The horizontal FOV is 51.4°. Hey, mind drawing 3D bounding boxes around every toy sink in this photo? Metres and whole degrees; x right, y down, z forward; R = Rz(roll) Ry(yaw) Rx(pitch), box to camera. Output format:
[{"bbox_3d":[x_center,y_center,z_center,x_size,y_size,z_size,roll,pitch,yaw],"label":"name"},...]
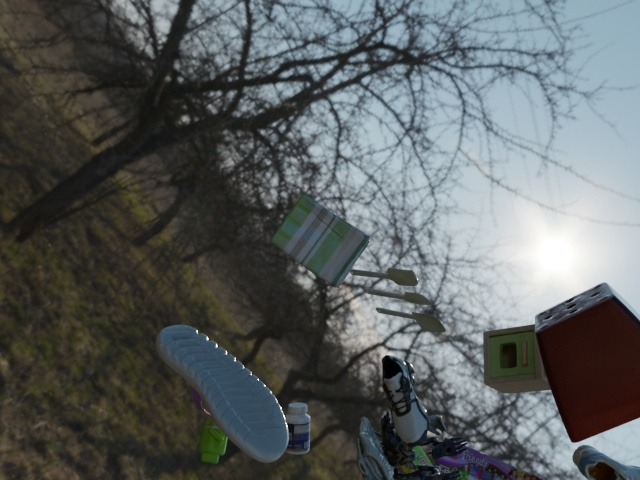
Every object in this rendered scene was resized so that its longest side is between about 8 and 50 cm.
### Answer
[{"bbox_3d":[0.568,0.315,1.783,0.131,0.234,0.153,30,56,-42],"label":"toy sink"}]

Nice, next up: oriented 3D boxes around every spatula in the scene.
[{"bbox_3d":[0.163,0.126,1.461,0.168,0.019,0.242,55,-25,-20],"label":"spatula"}]

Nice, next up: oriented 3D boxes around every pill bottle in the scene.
[{"bbox_3d":[-0.060,0.484,1.715,0.067,0.067,0.120,-170,-99,-80],"label":"pill bottle"}]

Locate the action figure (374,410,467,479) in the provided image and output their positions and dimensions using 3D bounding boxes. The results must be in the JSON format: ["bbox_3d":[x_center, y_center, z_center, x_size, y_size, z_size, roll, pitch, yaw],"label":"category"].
[{"bbox_3d":[0.218,0.477,1.492,0.275,0.141,0.164,173,-77,-65],"label":"action figure"}]

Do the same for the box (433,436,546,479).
[{"bbox_3d":[0.433,0.678,1.763,0.293,0.201,0.057,20,-26,12],"label":"box"}]

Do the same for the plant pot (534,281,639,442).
[{"bbox_3d":[0.614,0.246,1.471,0.236,0.267,0.267,60,19,2],"label":"plant pot"}]

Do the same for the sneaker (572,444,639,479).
[{"bbox_3d":[0.715,0.572,1.574,0.228,0.087,0.092,22,9,5],"label":"sneaker"}]

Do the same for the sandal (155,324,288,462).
[{"bbox_3d":[-0.225,0.350,1.507,0.169,0.102,0.416,-10,44,-48],"label":"sandal"}]

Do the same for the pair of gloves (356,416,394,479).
[{"bbox_3d":[0.127,0.420,1.109,0.240,0.042,0.204,60,7,2],"label":"pair of gloves"}]

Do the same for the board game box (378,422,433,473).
[{"bbox_3d":[0.261,0.634,2.009,0.092,0.043,0.181,-7,58,-56],"label":"board game box"}]

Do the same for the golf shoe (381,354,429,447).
[{"bbox_3d":[0.161,0.324,1.358,0.094,0.077,0.198,45,22,-42],"label":"golf shoe"}]

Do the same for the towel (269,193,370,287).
[{"bbox_3d":[0.000,0.000,1.198,0.152,0.113,0.023,34,-6,2],"label":"towel"}]

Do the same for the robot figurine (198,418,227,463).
[{"bbox_3d":[-0.262,0.486,1.634,0.101,0.067,0.115,94,4,-67],"label":"robot figurine"}]
